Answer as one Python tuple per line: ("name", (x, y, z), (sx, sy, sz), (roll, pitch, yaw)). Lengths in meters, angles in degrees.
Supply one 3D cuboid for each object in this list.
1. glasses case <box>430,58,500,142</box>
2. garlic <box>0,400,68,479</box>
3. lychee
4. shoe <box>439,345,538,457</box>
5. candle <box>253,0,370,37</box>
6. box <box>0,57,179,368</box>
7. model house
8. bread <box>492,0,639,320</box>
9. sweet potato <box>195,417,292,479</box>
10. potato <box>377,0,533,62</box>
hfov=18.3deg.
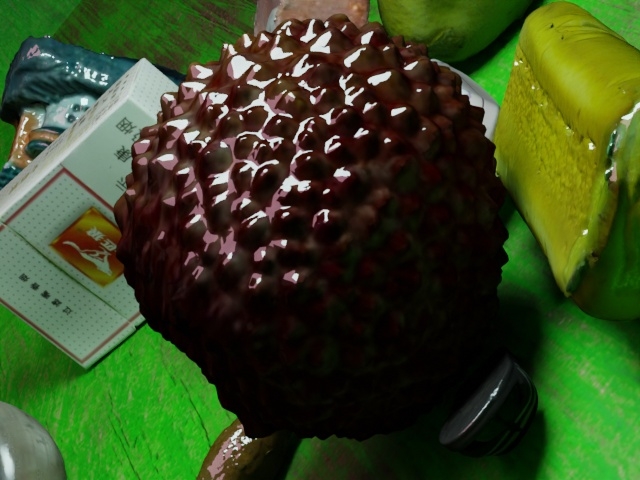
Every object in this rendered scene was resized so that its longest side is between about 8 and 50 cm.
("glasses case", (0.104, -0.092, 1.760), (0.297, 0.075, 0.113), (-106, 40, -78))
("garlic", (-0.329, 0.282, 1.863), (0.237, 0.210, 0.292), (-41, 41, -14))
("lychee", (0.000, -0.002, 1.497), (0.330, 0.306, 0.306), (-65, 17, 10))
("shoe", (0.129, 0.121, 1.418), (0.071, 0.049, 0.179), (-47, 0, 11))
("candle", (-0.004, -0.177, 2.023), (0.317, 0.131, 0.287), (105, 170, -66))
("box", (-0.231, -0.023, 2.216), (0.330, 0.210, 0.095), (-38, 22, 30))
("model house", (-0.294, -0.077, 2.457), (0.184, 0.253, 0.291), (146, 141, -71))
("bread", (0.211, -0.063, 1.456), (0.383, 0.112, 0.166), (-107, 30, -72))
("sweet potato", (-0.060, 0.183, 1.699), (0.274, 0.067, 0.067), (-54, 19, -24))
("potato", (0.151, -0.293, 1.919), (0.186, 0.148, 0.253), (-10, -57, -69))
